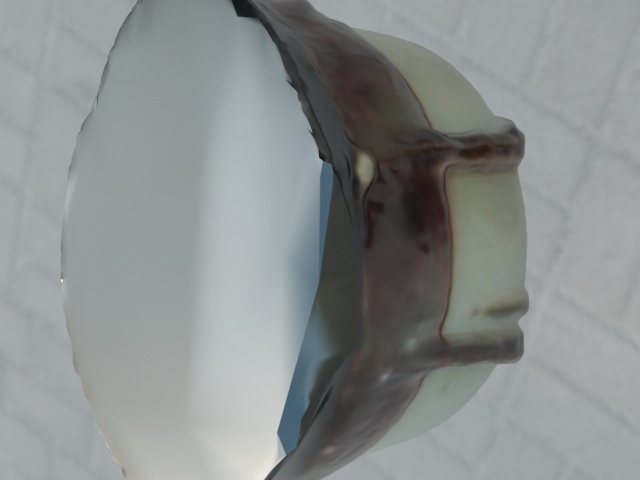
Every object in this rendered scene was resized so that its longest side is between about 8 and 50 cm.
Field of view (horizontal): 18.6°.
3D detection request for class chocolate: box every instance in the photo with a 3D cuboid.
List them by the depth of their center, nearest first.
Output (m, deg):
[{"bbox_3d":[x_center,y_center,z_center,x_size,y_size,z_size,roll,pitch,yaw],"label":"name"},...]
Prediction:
[{"bbox_3d":[0.000,0.000,1.035,0.283,0.186,0.284,1,91,59],"label":"chocolate"}]
